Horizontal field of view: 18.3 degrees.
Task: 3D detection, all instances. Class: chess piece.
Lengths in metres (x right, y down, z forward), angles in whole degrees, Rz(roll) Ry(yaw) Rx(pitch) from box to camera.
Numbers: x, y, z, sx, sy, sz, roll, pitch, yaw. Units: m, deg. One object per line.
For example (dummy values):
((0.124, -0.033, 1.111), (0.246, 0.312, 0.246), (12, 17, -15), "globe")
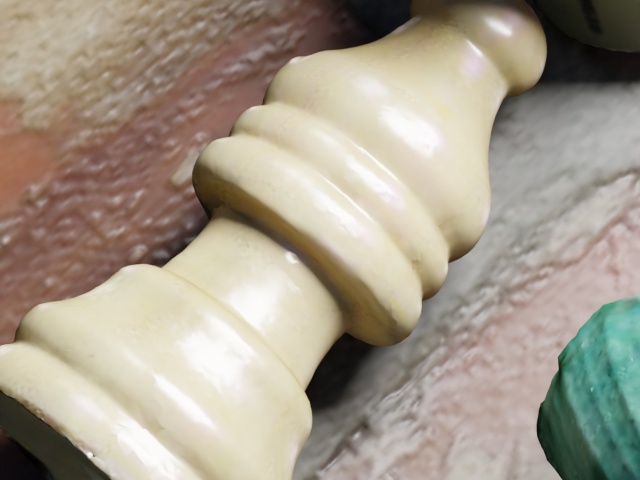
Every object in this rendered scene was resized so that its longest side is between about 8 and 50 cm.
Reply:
((0.000, 0.000, 0.880), (0.139, 0.124, 0.307), (22, 62, 44), "chess piece")

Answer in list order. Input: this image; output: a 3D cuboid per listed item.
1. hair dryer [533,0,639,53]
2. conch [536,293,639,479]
((0.030, -0.217, 0.940), (0.362, 0.203, 0.128), (18, 71, 28), "hair dryer")
((0.215, 0.085, 0.806), (0.202, 0.134, 0.196), (-40, 108, 3), "conch")
